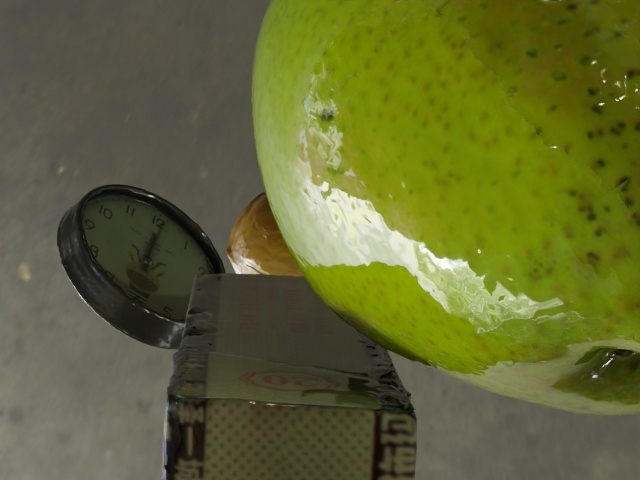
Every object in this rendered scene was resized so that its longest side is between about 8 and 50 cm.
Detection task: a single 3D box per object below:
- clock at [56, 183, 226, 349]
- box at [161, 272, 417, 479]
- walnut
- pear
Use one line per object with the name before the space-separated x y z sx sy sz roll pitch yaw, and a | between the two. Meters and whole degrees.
clock | -0.170 0.022 1.784 0.184 0.184 0.040 39 121 -9
box | -0.020 0.130 0.732 0.084 0.310 0.198 3 96 -3
walnut | 0.000 0.000 1.244 0.121 0.052 0.091 -9 83 -22
pear | 0.073 -0.030 0.596 0.187 0.219 0.187 -13 126 -19
